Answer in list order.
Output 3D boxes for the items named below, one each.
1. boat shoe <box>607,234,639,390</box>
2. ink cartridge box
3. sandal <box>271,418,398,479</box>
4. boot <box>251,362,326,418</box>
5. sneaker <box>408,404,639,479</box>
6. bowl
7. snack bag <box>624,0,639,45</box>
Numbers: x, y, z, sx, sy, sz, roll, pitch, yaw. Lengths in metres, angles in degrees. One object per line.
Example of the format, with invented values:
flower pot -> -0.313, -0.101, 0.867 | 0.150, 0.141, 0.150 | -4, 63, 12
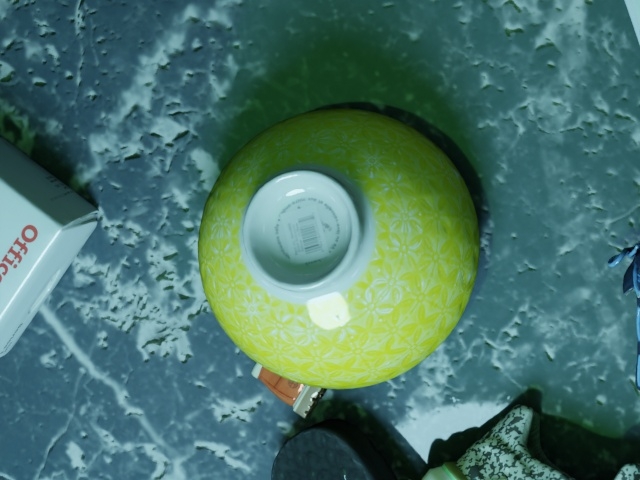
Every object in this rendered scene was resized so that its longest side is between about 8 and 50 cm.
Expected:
boat shoe -> 0.327, 0.043, 1.774 | 0.089, 0.109, 0.258 | 10, 105, 46
ink cartridge box -> -0.407, -0.025, 1.923 | 0.278, 0.117, 0.201 | 37, 104, 4
sandal -> 0.114, 0.377, 1.873 | 0.167, 0.107, 0.446 | -37, 77, 34
boot -> -0.010, 0.098, 1.886 | 0.084, 0.059, 0.158 | 34, 105, 11
sneaker -> 0.278, 0.305, 1.767 | 0.410, 0.158, 0.182 | 38, 91, 25
bowl -> 0.000, 0.000, 1.780 | 0.289, 0.156, 0.290 | -2, 83, 15
snack bag -> 0.467, -0.200, 1.743 | 0.323, 0.037, 0.343 | -18, 94, 14
